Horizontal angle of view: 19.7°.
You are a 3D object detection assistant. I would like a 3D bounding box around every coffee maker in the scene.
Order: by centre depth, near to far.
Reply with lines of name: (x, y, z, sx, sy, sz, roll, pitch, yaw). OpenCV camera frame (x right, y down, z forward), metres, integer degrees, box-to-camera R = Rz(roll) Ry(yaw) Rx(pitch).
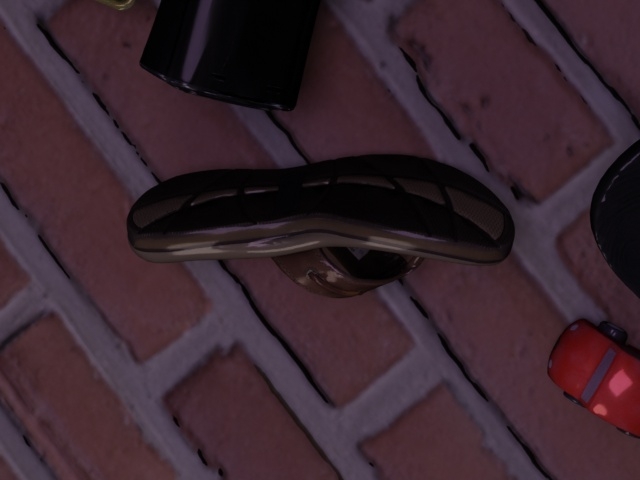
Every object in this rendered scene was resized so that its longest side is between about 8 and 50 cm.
coffee maker: (-0.053, -0.184, 1.256, 0.120, 0.171, 0.178, 14, 99, -4)

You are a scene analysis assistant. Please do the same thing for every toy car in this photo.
toy car: (0.296, 0.127, 1.253, 0.225, 0.053, 0.239, -29, 87, 14)

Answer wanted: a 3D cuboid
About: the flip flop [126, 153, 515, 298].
flip flop: (0.000, 0.000, 1.298, 0.277, 0.112, 0.080, -3, 119, 12)

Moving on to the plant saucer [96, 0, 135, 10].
plant saucer: (-0.183, -0.285, 1.343, 0.188, 0.045, 0.188, 23, 99, 11)

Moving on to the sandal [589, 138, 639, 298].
sandal: (0.386, 0.040, 1.141, 0.446, 0.107, 0.167, 21, 111, -3)
